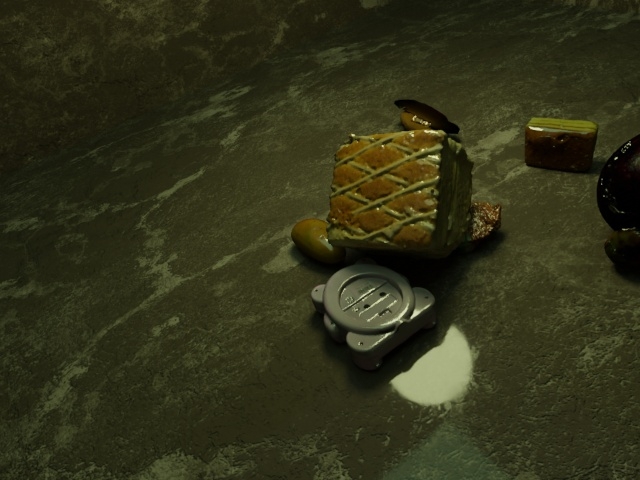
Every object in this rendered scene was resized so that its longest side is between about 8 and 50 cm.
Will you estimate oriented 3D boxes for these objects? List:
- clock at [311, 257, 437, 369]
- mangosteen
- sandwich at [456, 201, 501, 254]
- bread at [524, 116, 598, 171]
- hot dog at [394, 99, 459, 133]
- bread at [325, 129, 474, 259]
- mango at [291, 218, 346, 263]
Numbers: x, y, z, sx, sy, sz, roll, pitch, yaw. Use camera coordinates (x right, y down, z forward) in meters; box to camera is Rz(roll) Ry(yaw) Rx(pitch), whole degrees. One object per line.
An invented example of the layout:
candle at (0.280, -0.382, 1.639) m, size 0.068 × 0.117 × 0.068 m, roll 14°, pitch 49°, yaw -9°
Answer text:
clock at (0.146, 0.195, 1.402) m, size 0.296 × 0.113 × 0.322 m, roll -31°, pitch 41°, yaw -19°
mangosteen at (0.991, -0.112, 1.335) m, size 0.381 × 0.420 × 0.381 m, roll 3°, pitch 3°, yaw 0°
sandwich at (0.516, -0.036, 1.566) m, size 0.160 × 0.109 × 0.184 m, roll 1°, pitch 48°, yaw 17°
bread at (0.887, -0.354, 1.752) m, size 0.234 × 0.184 × 0.110 m, roll 12°, pitch 50°, yaw 31°
hot dog at (0.458, -0.519, 2.129) m, size 0.194 × 0.107 × 0.326 m, roll -8°, pitch 42°, yaw -18°
bread at (0.249, -0.138, 1.492) m, size 0.390 × 0.279 × 0.370 m, roll 2°, pitch 80°, yaw 34°
mango at (0.000, 0.000, 1.669) m, size 0.138 × 0.113 × 0.253 m, roll -36°, pitch 46°, yaw -23°
